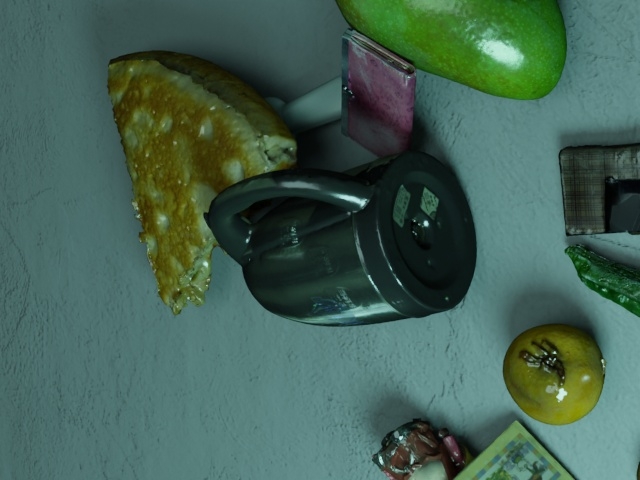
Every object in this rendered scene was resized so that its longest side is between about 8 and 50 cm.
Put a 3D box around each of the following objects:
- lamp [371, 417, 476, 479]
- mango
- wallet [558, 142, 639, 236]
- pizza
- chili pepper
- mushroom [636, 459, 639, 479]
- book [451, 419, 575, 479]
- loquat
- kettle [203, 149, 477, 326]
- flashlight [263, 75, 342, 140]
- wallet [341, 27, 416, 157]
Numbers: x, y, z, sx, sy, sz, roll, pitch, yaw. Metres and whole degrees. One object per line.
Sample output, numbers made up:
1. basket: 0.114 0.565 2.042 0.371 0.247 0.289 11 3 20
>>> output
1. lamp: 0.189 0.365 1.772 0.253 0.118 0.118 48 119 22
2. mango: 0.164 -0.324 1.661 0.382 0.201 0.225 41 108 11
3. wallet: 0.419 -0.068 1.605 0.230 0.042 0.124 -3 91 33
4. pizza: -0.200 -0.084 1.974 0.440 0.130 0.406 32 122 40
5. chili pepper: 0.412 0.061 1.622 0.227 0.059 0.088 33 108 32
6. mushroom: 0.462 0.301 1.602 0.129 0.073 0.088 -17 56 32
7. book: 0.275 0.370 1.702 0.168 0.013 0.192 -42 75 -11
8. loquat: 0.312 0.178 1.652 0.141 0.141 0.141 5 98 34
9. kettle: 0.000 0.000 1.753 0.324 0.321 0.228 -15 54 40
10. flashlight: -0.018 -0.195 1.889 0.200 0.047 0.093 -21 85 32
11. wallet: 0.080 -0.191 1.740 0.119 0.025 0.232 33 156 18
